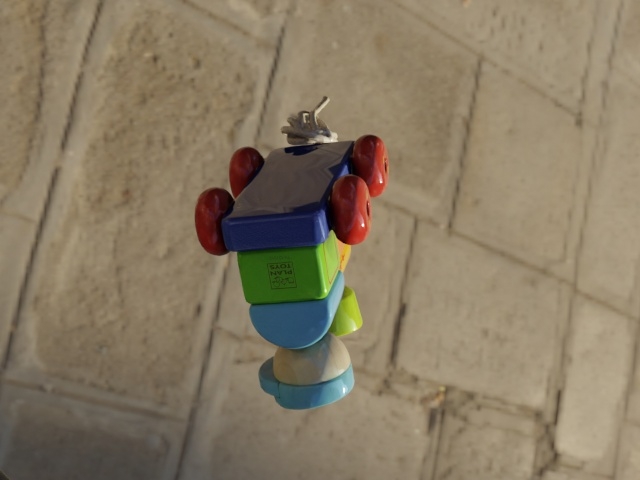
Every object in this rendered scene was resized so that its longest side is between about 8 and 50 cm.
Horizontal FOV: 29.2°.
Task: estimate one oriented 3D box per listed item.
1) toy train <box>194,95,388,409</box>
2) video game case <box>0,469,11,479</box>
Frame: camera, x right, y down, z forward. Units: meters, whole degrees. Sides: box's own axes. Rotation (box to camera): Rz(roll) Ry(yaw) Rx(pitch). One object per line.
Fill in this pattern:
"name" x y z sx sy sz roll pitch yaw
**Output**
"toy train" 0.000 0.000 0.840 0.248 0.105 0.143 -64 148 -67
"video game case" -0.293 0.309 0.991 0.035 0.275 0.248 6 113 -55
